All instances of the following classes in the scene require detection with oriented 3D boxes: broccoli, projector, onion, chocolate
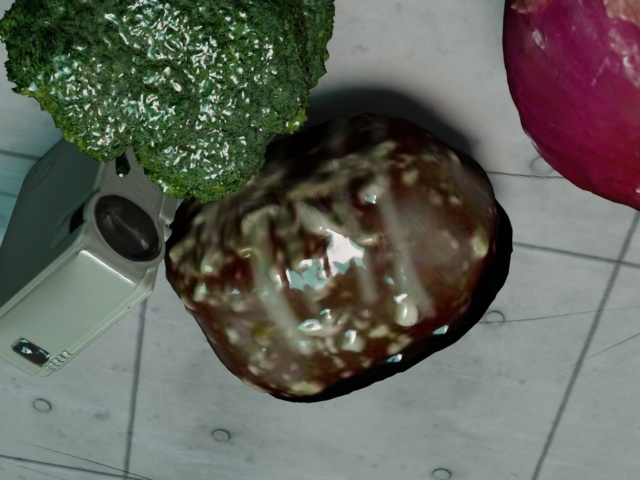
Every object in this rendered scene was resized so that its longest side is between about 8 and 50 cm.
[{"bbox_3d":[-0.143,-0.179,1.332,0.283,0.304,0.321,0,137,49],"label":"broccoli"},{"bbox_3d":[-0.226,-0.011,1.469,0.099,0.257,0.192,35,125,-23],"label":"projector"},{"bbox_3d":[0.314,-0.125,1.226,0.347,0.385,0.348,0,147,0],"label":"onion"},{"bbox_3d":[0.000,0.000,1.450,0.340,0.225,0.210,-23,135,14],"label":"chocolate"}]
